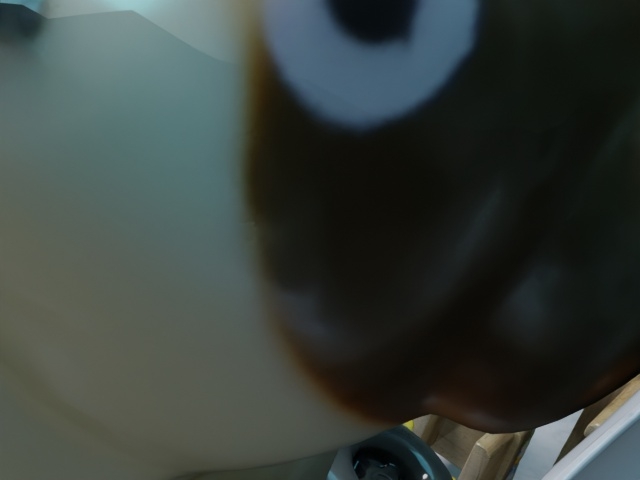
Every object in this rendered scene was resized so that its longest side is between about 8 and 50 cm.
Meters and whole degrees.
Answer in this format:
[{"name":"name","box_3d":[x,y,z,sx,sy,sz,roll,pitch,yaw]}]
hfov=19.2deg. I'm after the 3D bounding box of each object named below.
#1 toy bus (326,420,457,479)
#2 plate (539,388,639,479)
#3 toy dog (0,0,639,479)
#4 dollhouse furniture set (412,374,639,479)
[{"name":"toy bus","box_3d":[0.033,0.203,0.771,0.211,0.149,0.220,36,32,-3]},{"name":"plate","box_3d":[0.184,0.135,0.780,0.045,0.278,0.277,12,41,44]},{"name":"toy dog","box_3d":[-0.061,0.014,0.535,0.395,0.408,0.285,-5,65,-32]},{"name":"dollhouse furniture set","box_3d":[0.194,0.060,0.966,0.212,0.242,0.161,34,35,18]}]
